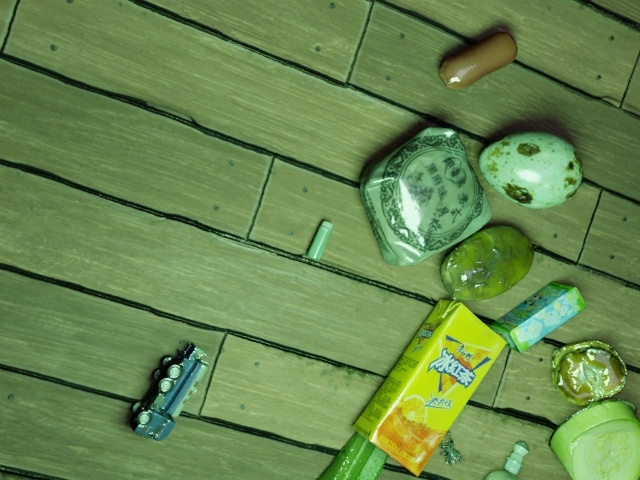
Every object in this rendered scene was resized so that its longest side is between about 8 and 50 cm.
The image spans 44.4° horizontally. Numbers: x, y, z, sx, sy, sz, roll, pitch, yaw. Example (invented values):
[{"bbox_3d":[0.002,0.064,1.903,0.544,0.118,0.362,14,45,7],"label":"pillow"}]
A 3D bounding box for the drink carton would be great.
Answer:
[{"bbox_3d":[0.236,0.311,1.703,0.154,0.111,0.351,39,80,-17],"label":"drink carton"}]

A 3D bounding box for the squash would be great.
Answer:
[{"bbox_3d":[0.644,0.466,1.796,0.220,0.133,0.220,-7,126,-9],"label":"squash"}]

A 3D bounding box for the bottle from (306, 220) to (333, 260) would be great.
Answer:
[{"bbox_3d":[0.000,0.000,1.659,0.030,0.030,0.083,24,87,-17],"label":"bottle"}]

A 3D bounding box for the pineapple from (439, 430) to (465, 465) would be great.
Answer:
[{"bbox_3d":[0.282,0.458,1.780,0.058,0.058,0.124,-38,118,-10],"label":"pineapple"}]

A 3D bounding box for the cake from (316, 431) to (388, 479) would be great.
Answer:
[{"bbox_3d":[0.069,0.522,1.694,0.100,0.099,0.235,43,82,-17],"label":"cake"}]

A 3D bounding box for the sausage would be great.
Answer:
[{"bbox_3d":[0.342,-0.388,1.699,0.194,0.077,0.077,-30,103,-11],"label":"sausage"}]

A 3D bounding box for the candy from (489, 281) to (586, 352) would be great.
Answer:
[{"bbox_3d":[0.493,0.172,1.782,0.194,0.097,0.062,-33,104,-11],"label":"candy"}]

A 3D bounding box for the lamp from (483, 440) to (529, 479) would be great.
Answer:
[{"bbox_3d":[0.438,0.538,1.815,0.091,0.091,0.163,39,70,-16],"label":"lamp"}]

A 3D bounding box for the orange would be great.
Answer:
[{"bbox_3d":[0.619,0.308,1.824,0.169,0.112,0.160,29,87,22],"label":"orange"}]

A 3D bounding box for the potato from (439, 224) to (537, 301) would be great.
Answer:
[{"bbox_3d":[0.372,0.048,1.721,0.251,0.113,0.150,-18,95,-19],"label":"potato"}]

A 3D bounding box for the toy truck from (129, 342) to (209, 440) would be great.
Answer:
[{"bbox_3d":[-0.301,0.302,1.584,0.088,0.074,0.202,35,85,-25],"label":"toy truck"}]

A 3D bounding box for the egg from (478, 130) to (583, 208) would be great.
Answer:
[{"bbox_3d":[0.456,-0.157,1.705,0.231,0.169,0.169,12,92,-8],"label":"egg"}]

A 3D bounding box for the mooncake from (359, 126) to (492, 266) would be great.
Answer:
[{"bbox_3d":[0.218,-0.090,1.660,0.250,0.136,0.255,-31,103,-15],"label":"mooncake"}]
